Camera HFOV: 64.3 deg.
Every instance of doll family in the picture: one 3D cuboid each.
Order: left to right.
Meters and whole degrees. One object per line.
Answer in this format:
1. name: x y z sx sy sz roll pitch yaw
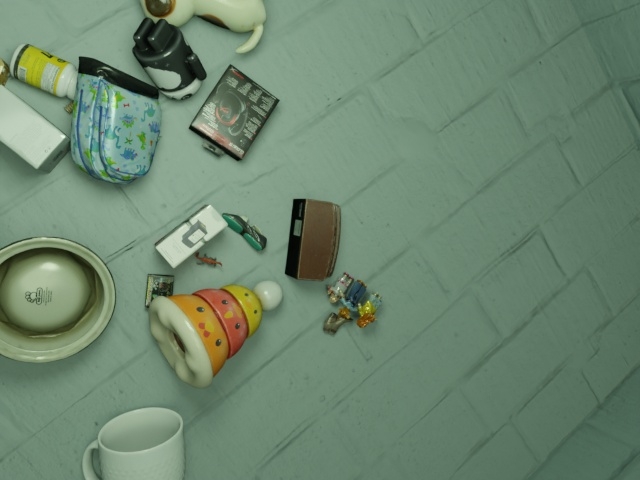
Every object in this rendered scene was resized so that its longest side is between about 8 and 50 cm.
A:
1. doll family: 0.148 0.254 2.045 0.263 0.118 0.163 39 71 -16

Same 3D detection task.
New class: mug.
1. mug: -0.652 0.793 1.767 0.374 0.276 0.327 2 102 11

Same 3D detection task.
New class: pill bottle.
1. pill bottle: -0.864 -0.534 1.640 0.209 0.119 0.119 23 87 -15

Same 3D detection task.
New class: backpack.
1. backpack: -0.665 -0.362 1.656 0.273 0.290 0.355 29 98 23

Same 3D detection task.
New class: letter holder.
1. letter holder: 0.000 0.000 1.972 0.215 0.152 0.301 6 92 -21

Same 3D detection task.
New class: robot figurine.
1. robot figurine: -0.504 -0.596 1.693 0.174 0.278 0.209 -33 61 -4

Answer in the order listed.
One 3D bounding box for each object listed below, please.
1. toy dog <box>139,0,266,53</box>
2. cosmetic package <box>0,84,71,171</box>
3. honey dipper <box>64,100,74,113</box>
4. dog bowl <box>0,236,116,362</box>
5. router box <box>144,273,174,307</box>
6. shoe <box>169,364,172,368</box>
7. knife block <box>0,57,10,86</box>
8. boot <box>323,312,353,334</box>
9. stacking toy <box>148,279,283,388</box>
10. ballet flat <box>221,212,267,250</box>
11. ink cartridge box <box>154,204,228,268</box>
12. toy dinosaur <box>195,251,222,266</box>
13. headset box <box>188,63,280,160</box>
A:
1. toy dog: -0.408 -0.838 1.731 0.408 0.284 0.395 -12 116 -17
2. cosmetic package: -0.915 -0.340 1.588 0.225 0.224 0.138 40 82 -18
3. honey dipper: -0.793 -0.487 1.725 0.161 0.030 0.030 -44 106 -14
4. dog bowl: -0.887 0.175 1.645 0.408 0.150 0.407 -6 103 -28
5. router box: -0.582 0.184 1.842 0.092 0.038 0.122 6 92 -20
6. shoe: -0.463 0.461 1.881 0.178 0.081 0.063 5 92 -19
7. knife block: -1.138 -0.478 1.572 0.242 0.088 0.275 23 87 -20
8. boot: 0.067 0.345 2.082 0.119 0.042 0.086 20 96 -23
9. stacking toy: -0.334 0.265 1.834 0.480 0.351 0.350 -30 104 -35
10. ballet flat: -0.281 -0.046 1.919 0.203 0.074 0.074 42 80 -11
11. ink cartridge box: -0.458 -0.021 1.798 0.237 0.172 0.100 -40 105 -12
12. toy dinosaur: -0.417 0.067 1.877 0.082 0.090 0.047 26 67 -50
13. headset box: -0.321 -0.445 1.846 0.218 0.110 0.293 32 83 -18
